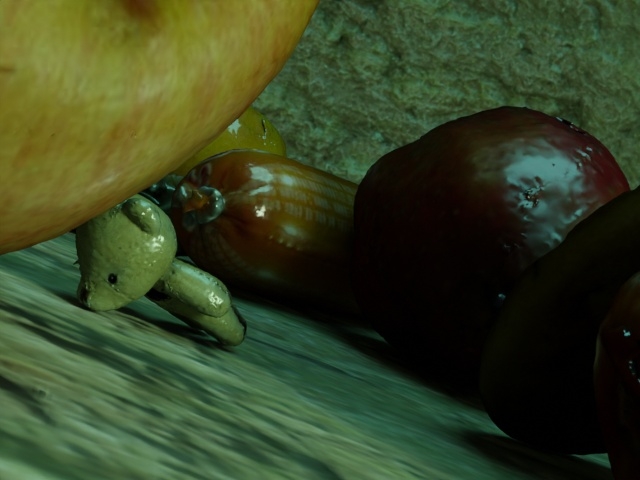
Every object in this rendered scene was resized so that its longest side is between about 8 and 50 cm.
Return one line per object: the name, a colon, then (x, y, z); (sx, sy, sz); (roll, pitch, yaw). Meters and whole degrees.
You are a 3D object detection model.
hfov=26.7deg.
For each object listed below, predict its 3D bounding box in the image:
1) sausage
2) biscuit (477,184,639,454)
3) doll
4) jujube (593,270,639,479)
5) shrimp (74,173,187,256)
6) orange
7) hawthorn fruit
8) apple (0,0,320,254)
sausage: (0.000, 0.000, 0.908); (0.093, 0.093, 0.312); (23, 3, 34)
biscuit: (0.170, 0.035, 0.621); (0.212, 0.212, 0.036); (20, 35, -41)
doll: (-0.064, 0.012, 0.570); (0.061, 0.051, 0.093); (15, -4, 42)
jujube: (0.249, 0.042, 0.493); (0.290, 0.197, 0.197); (-11, 6, -5)
shrimp: (-0.128, -0.023, 0.908); (0.143, 0.052, 0.251); (34, 15, 22)
orange: (-0.106, -0.080, 1.276); (0.155, 0.134, 0.154); (20, 10, -4)
hawthorn fruit: (0.105, 0.019, 0.792); (0.181, 0.181, 0.235); (21, 19, -6)
apple: (-0.151, -0.137, 0.407); (0.275, 0.299, 0.299); (5, -10, 42)
